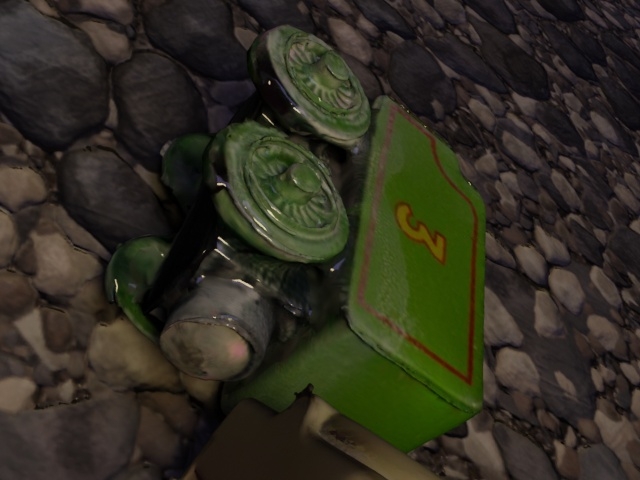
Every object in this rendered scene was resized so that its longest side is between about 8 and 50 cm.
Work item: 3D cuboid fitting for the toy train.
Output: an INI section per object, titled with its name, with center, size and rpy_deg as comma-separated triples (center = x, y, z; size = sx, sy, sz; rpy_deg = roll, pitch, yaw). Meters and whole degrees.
[toy train]
center = 0.000, 0.000, 0.675
size = 0.248, 0.173, 0.307
rpy_deg = 36, 37, -20

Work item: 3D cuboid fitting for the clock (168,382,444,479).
[clock]
center = 0.076, 0.208, 0.474
size = 0.309, 0.284, 0.114
rpy_deg = 39, 77, -12
